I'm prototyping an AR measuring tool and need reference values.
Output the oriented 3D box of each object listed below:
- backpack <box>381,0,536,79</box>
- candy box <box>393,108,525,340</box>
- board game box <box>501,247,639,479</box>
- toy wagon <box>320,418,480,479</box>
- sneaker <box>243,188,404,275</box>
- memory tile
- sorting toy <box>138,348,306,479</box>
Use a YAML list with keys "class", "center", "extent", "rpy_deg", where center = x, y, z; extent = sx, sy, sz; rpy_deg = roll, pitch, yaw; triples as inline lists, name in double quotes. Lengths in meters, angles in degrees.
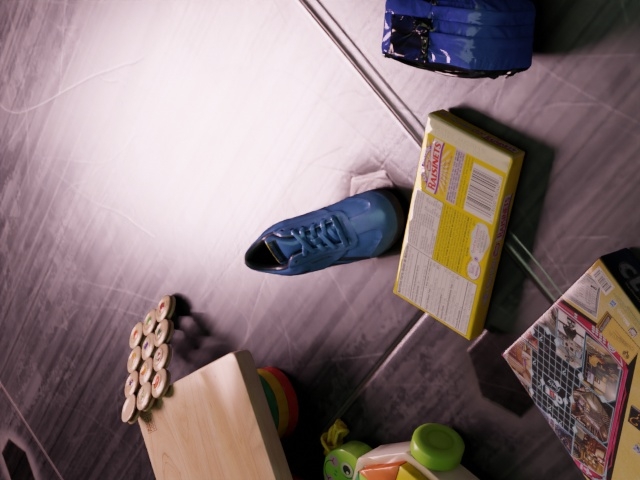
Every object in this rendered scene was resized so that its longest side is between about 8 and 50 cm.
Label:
- class: "backpack"
  center: [0.125, -0.191, 1.126]
  extent: [0.120, 0.098, 0.101]
  rpy_deg: [23, 119, 40]
- class: "candy box"
  center: [0.131, -0.013, 1.250]
  extent: [0.105, 0.027, 0.206]
  rpy_deg: [35, 129, 36]
- class: "board game box"
  center: [0.280, 0.151, 1.133]
  extent: [0.243, 0.042, 0.165]
  rpy_deg: [57, 138, 20]
- class: "toy wagon"
  center: [0.108, 0.324, 1.391]
  extent: [0.344, 0.068, 0.267]
  rpy_deg: [36, 130, 31]
- class: "sneaker"
  center: [0.000, 0.000, 1.358]
  extent: [0.209, 0.082, 0.069]
  rpy_deg: [-17, 91, 48]
- class: "memory tile"
  center: [-0.218, 0.150, 1.638]
  extent: [0.113, 0.012, 0.148]
  rpy_deg: [-42, 38, 41]
- class: "sorting toy"
  center: [-0.094, 0.280, 1.557]
  extent: [0.255, 0.089, 0.257]
  rpy_deg: [-31, 74, 50]
